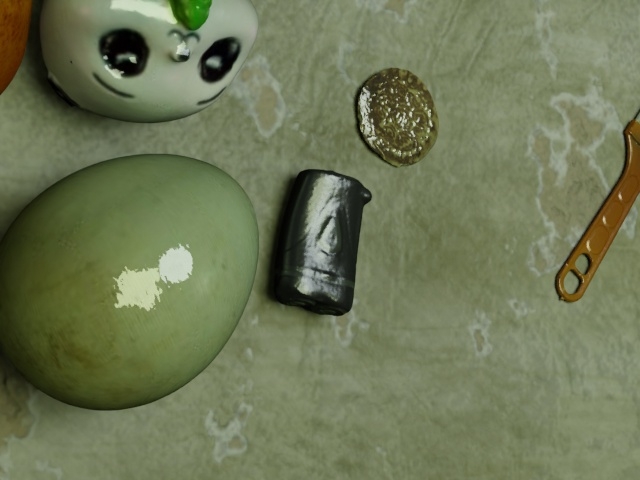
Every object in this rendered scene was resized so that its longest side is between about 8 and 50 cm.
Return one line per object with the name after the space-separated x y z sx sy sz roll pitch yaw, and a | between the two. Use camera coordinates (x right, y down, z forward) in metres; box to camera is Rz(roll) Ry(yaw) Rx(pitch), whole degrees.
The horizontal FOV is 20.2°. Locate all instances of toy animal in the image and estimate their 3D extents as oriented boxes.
-0.162 -0.245 1.685 0.212 0.212 0.266 -2 85 -35 | toy animal

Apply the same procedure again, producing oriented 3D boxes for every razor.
0.000 0.000 1.863 0.090 0.054 0.148 18 74 -32 | razor

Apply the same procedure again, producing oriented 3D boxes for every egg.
-0.170 0.029 1.649 0.295 0.218 0.218 -43 109 -46 | egg

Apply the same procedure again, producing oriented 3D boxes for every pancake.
0.085 -0.135 1.963 0.115 0.011 0.115 5 82 -34 | pancake

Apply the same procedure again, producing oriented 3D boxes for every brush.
0.359 -0.048 2.141 0.090 0.017 0.314 44 63 -19 | brush

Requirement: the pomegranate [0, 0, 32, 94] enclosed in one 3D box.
-0.372 -0.204 1.524 0.264 0.264 0.264 5 82 -34 | pomegranate
